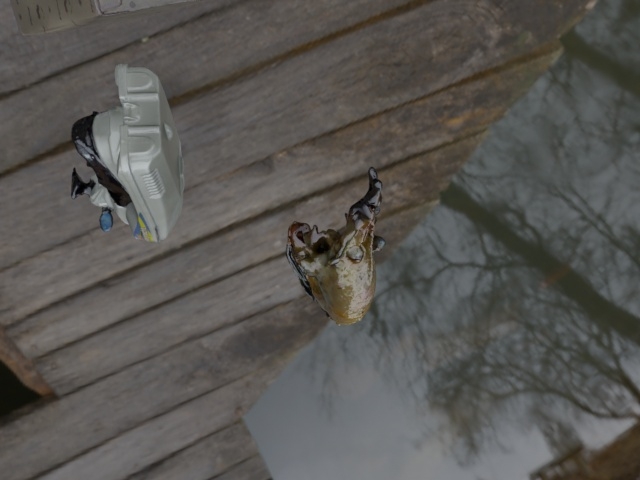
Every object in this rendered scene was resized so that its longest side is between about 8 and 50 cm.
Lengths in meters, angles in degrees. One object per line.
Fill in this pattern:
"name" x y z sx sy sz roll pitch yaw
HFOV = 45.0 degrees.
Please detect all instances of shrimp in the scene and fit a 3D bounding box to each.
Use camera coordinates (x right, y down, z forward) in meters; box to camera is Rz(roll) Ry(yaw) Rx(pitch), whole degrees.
"shrimp" 0.002 0.007 0.721 0.066 0.117 0.262 -46 160 -26

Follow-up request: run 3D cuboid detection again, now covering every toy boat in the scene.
"toy boat" -0.222 -0.082 0.900 0.141 0.140 0.269 -14 163 -21

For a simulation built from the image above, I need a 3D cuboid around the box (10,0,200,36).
"box" -0.328 -0.429 1.113 0.190 0.297 0.225 -24 111 -35
